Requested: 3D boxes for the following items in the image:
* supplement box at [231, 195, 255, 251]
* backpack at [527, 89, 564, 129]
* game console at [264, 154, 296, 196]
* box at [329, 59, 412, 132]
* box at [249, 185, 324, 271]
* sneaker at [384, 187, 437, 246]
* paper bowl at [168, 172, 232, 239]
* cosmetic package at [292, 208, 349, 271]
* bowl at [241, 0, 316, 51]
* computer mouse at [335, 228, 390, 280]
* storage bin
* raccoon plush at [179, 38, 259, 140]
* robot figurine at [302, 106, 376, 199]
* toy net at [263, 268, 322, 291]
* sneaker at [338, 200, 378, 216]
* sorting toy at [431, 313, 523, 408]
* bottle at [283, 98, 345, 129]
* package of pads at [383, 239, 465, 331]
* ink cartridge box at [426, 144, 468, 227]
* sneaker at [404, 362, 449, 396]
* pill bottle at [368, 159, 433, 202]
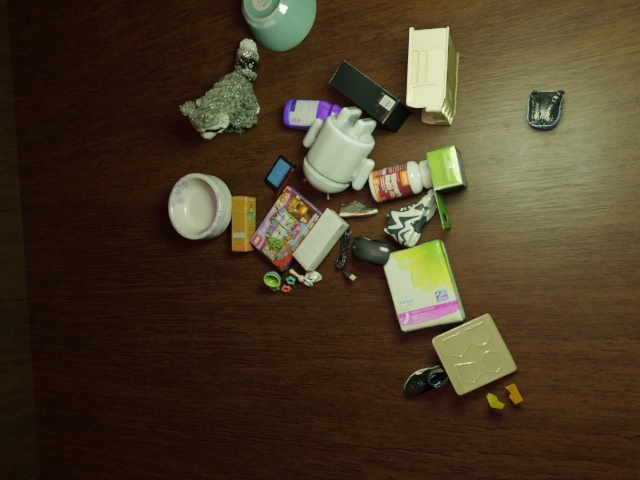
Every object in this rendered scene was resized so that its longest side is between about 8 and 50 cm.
[{"bbox_3d":[-0.326,-0.071,2.046,0.080,0.078,0.233,-1,92,24],"label":"supplement box"},{"bbox_3d":[0.724,-0.418,1.555,0.105,0.084,0.114,8,90,25],"label":"backpack"},{"bbox_3d":[-0.172,-0.266,1.969,0.085,0.124,0.144,32,106,-7],"label":"game console"},{"bbox_3d":[0.184,-0.519,1.743,0.261,0.184,0.103,42,110,18],"label":"box"},{"bbox_3d":[-0.136,-0.047,1.970,0.201,0.057,0.293,41,107,18],"label":"box"},{"bbox_3d":[0.317,-0.103,1.742,0.153,0.094,0.234,27,89,37],"label":"sneaker"},{"bbox_3d":[-0.506,-0.145,2.086,0.285,0.148,0.283,1,93,24],"label":"paper bowl"},{"bbox_3d":[0.000,0.000,1.887,0.099,0.060,0.239,46,107,29],"label":"cosmetic package"},{"bbox_3d":[-0.188,-0.935,1.913,0.312,0.163,0.311,1,92,23],"label":"bowl"},{"bbox_3d":[0.141,0.068,1.794,0.262,0.060,0.183,22,103,49],"label":"computer mouse"},{"bbox_3d":[0.380,-0.538,1.612,0.123,0.262,0.260,4,93,22],"label":"storage bin"},{"bbox_3d":[-0.415,-0.626,1.948,0.216,0.299,0.445,0,91,25],"label":"raccoon plush"},{"bbox_3d":[0.064,-0.318,1.772,0.300,0.200,0.353,45,125,17],"label":"robot figurine"},{"bbox_3d":[-0.109,0.172,1.951,0.233,0.045,0.122,-1,124,12],"label":"toy net"},{"bbox_3d":[0.143,-0.124,1.843,0.158,0.061,0.064,0,85,24],"label":"sneaker"},{"bbox_3d":[0.547,0.434,1.650,0.229,0.041,0.307,-25,81,-2],"label":"sorting toy"},{"bbox_3d":[-0.005,-0.488,1.879,0.283,0.092,0.118,9,93,24],"label":"bottle"},{"bbox_3d":[0.363,0.166,1.726,0.229,0.101,0.296,-17,82,24],"label":"package of pads"},{"bbox_3d":[0.446,-0.176,1.633,0.097,0.189,0.255,-14,87,23],"label":"ink cartridge box"},{"bbox_3d":[0.378,0.502,1.718,0.217,0.121,0.079,-38,76,21],"label":"sneaker"},{"bbox_3d":[0.297,-0.217,1.734,0.221,0.121,0.121,-12,86,24],"label":"pill bottle"}]
